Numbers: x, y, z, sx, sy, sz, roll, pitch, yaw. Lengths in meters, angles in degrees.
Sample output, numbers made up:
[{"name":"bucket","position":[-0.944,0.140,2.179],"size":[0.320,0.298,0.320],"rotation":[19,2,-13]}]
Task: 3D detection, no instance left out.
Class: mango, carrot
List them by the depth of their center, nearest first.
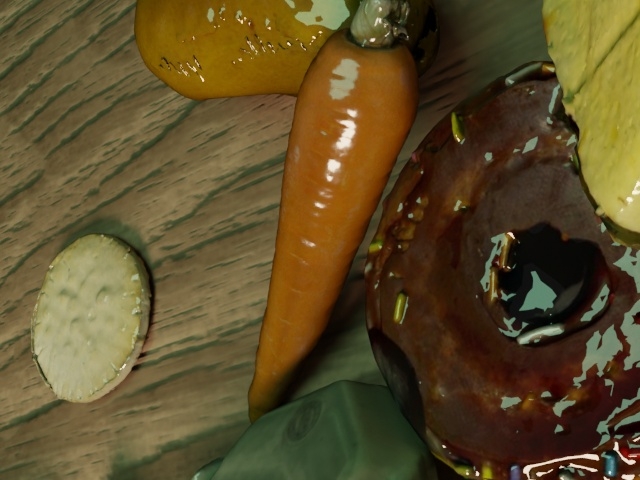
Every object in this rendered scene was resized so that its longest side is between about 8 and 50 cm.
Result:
[{"name":"carrot","position":[0.000,0.000,0.610],"size":[0.069,0.069,0.336],"rotation":[45,134,36]},{"name":"mango","position":[-0.030,-0.154,0.667],"size":[0.248,0.151,0.156],"rotation":[23,60,42]}]

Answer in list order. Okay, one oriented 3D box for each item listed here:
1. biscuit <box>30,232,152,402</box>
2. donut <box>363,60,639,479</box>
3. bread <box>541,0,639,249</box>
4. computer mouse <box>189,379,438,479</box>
[{"name":"biscuit","position":[-0.199,0.064,0.834],"size":[0.152,0.020,0.152],"rotation":[-10,74,36]},{"name":"donut","position":[0.132,0.029,0.532],"size":[0.230,0.096,0.216],"rotation":[39,105,38]},{"name":"bread","position":[0.213,-0.130,0.376],"size":[0.264,0.167,0.163],"rotation":[106,166,-49]},{"name":"computer mouse","position":[-0.053,0.279,0.548],"size":[0.429,0.145,0.228],"rotation":[-54,23,-15]}]
